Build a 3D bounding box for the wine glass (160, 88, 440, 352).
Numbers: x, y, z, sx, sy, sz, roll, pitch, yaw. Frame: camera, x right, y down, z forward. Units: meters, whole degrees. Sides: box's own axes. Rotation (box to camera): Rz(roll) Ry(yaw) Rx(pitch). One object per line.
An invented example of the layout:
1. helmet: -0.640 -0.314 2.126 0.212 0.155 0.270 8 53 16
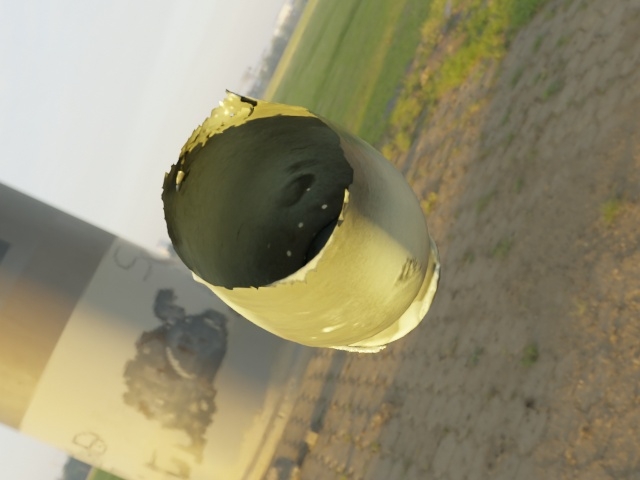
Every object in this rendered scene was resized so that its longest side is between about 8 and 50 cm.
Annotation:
1. wine glass: 0.000 0.000 0.474 0.111 0.111 0.204 -65 -22 -5
